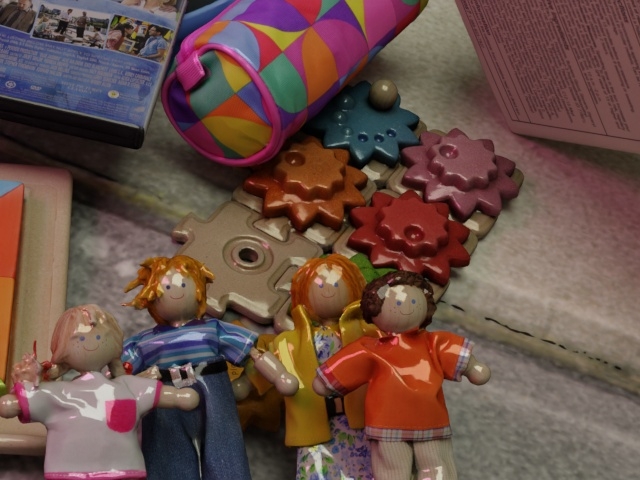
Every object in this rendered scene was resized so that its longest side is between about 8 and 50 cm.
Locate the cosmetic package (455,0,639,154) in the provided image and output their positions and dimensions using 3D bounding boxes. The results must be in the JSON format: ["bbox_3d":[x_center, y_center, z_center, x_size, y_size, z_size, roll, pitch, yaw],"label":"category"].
[{"bbox_3d":[0.230,-0.145,1.048,0.113,0.160,0.309,-37,28,-22],"label":"cosmetic package"}]

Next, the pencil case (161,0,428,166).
[{"bbox_3d":[-0.014,-0.146,1.113,0.104,0.104,0.236,27,44,12],"label":"pencil case"}]

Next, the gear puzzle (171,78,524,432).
[{"bbox_3d":[0.000,0.000,1.041,0.175,0.044,0.339,28,47,13],"label":"gear puzzle"}]

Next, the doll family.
[{"bbox_3d":[-0.043,0.085,0.885,0.263,0.118,0.163,-6,81,-9],"label":"doll family"}]

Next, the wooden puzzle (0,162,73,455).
[{"bbox_3d":[-0.262,0.024,0.952,0.221,0.044,0.238,4,46,-10],"label":"wooden puzzle"}]

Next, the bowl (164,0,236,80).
[{"bbox_3d":[-0.210,-0.254,1.210,0.391,0.077,0.391,7,46,-7],"label":"bowl"}]

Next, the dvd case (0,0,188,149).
[{"bbox_3d":[-0.180,-0.169,1.067,0.180,0.022,0.253,13,46,-2],"label":"dvd case"}]
